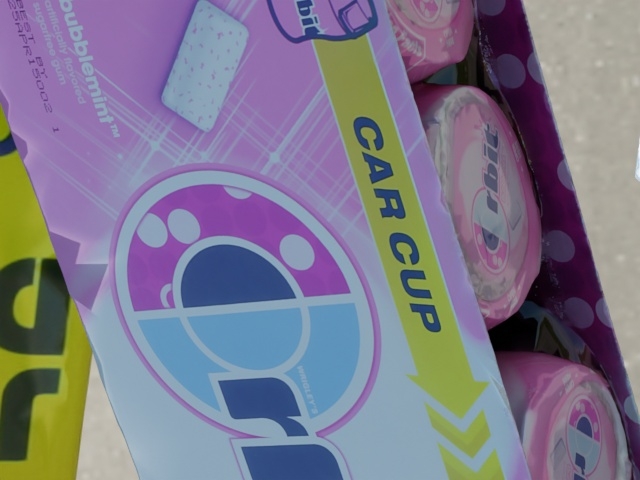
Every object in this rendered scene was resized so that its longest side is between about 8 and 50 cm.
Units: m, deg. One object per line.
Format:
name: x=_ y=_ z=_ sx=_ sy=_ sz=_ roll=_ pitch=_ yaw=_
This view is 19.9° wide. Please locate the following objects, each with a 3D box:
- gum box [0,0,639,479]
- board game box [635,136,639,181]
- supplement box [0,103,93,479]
gum box: x=0.000 y=0.000 z=0.426 sx=0.107 sy=0.062 sz=0.188 roll=-6 pitch=111 yaw=33
board game box: x=0.310 y=-0.014 z=1.083 sx=0.211 sy=0.160 sz=0.039 roll=-125 pitch=31 yaw=-51
supplement box: x=-0.183 y=-0.014 z=0.582 sx=0.195 sy=0.194 sz=0.357 roll=-125 pitch=41 yaw=-59
